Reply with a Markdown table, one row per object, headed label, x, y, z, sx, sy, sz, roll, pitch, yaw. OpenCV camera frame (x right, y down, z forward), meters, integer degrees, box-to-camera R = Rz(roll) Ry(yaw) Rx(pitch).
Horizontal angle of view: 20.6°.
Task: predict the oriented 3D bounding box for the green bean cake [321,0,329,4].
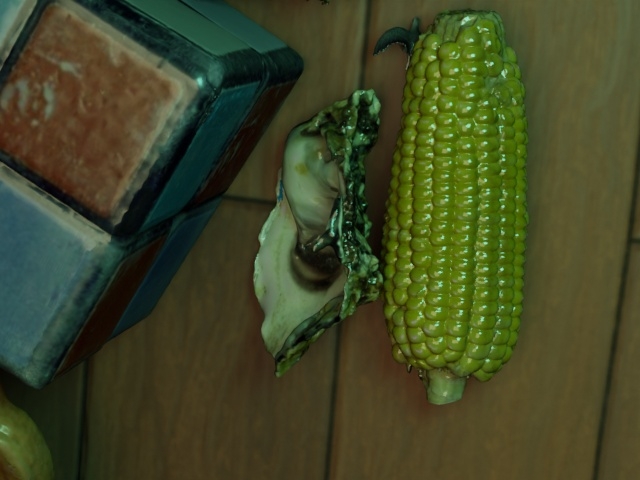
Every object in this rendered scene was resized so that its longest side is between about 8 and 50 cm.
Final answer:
| label | x | y | z | sx | sy | sz | roll | pitch | yaw |
| --- | --- | --- | --- | --- | --- | --- | --- | --- | --- |
| green bean cake | -0.019 | -0.266 | 1.519 | 0.208 | 0.107 | 0.193 | -35 | 93 | -2 |

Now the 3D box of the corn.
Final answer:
| label | x | y | z | sx | sy | sz | roll | pitch | yaw |
| --- | --- | --- | --- | --- | --- | --- | --- | --- | --- |
| corn | 0.120 | -0.027 | 1.537 | 0.130 | 0.130 | 0.347 | 5 | 101 | 12 |

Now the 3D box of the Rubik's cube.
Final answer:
| label | x | y | z | sx | sy | sz | roll | pitch | yaw |
| --- | --- | --- | --- | --- | --- | --- | --- | --- | --- |
| Rubik's cube | -0.244 | -0.104 | 1.510 | 0.316 | 0.313 | 0.318 | 33 | 104 | 6 |

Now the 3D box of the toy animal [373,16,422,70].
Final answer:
| label | x | y | z | sx | sy | sz | roll | pitch | yaw |
| --- | --- | --- | --- | --- | --- | --- | --- | --- | --- |
| toy animal | 0.084 | -0.176 | 1.573 | 0.084 | 0.050 | 0.028 | 7 | 139 | -24 |

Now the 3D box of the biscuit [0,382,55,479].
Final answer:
| label | x | y | z | sx | sy | sz | roll | pitch | yaw |
| --- | --- | --- | --- | --- | --- | --- | --- | --- | --- |
| biscuit | -0.370 | 0.195 | 1.582 | 0.349 | 0.078 | 0.455 | -3 | 125 | 36 |

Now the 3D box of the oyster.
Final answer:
| label | x | y | z | sx | sy | sz | roll | pitch | yaw |
| --- | --- | --- | --- | --- | --- | --- | --- | --- | --- |
| oyster | 0.000 | 0.000 | 1.563 | 0.083 | 0.214 | 0.223 | 13 | 138 | -20 |
